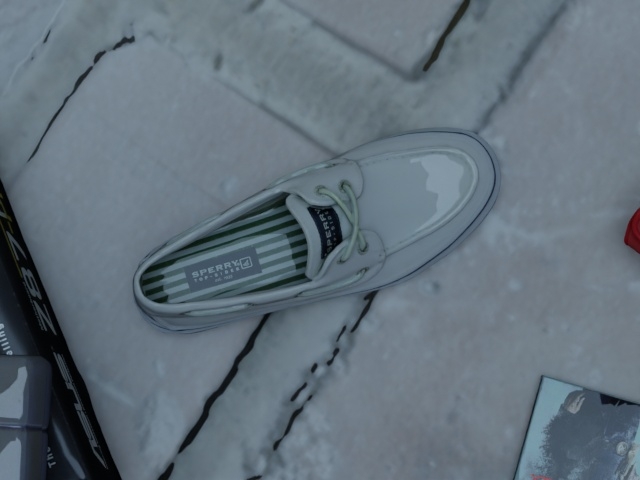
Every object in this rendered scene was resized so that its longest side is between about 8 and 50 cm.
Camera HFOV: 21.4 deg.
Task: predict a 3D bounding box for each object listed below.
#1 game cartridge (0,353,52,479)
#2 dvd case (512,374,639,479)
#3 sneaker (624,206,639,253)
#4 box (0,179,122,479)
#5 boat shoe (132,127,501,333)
[{"bbox_3d":[-0.316,0.158,0.855,0.355,0.068,0.230,2,79,5],"label":"game cartridge"},{"bbox_3d":[0.154,0.147,0.983,0.087,0.013,0.119,17,88,3],"label":"dvd case"},{"bbox_3d":[0.231,0.045,0.963,0.128,0.087,0.221,9,75,11],"label":"sneaker"},{"bbox_3d":[-0.330,0.024,0.950,0.318,0.097,0.395,-23,80,3],"label":"box"},{"bbox_3d":[0.000,0.000,0.965,0.226,0.076,0.083,-26,87,0],"label":"boat shoe"}]
